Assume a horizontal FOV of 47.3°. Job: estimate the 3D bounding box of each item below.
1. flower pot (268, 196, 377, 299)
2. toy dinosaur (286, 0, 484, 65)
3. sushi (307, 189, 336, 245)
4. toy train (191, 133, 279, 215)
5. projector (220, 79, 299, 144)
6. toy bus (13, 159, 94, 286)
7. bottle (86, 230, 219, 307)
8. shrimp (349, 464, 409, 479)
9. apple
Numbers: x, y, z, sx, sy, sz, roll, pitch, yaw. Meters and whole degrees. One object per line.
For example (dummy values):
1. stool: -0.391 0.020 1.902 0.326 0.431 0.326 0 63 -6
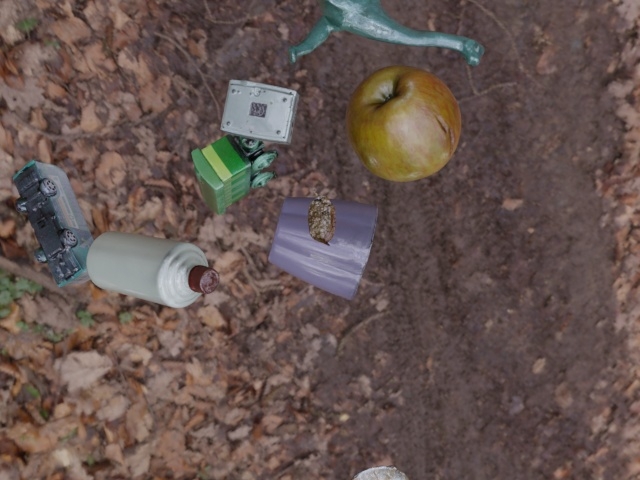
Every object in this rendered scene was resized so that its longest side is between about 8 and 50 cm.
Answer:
1. flower pot: 0.000 0.000 1.884 0.243 0.265 0.265 17 113 -6
2. toy dinosaur: 0.076 -0.440 1.231 0.330 0.384 0.129 -9 160 -15
3. sushi: 0.001 -0.049 1.596 0.055 0.052 0.120 10 84 -66
4. toy train: -0.215 -0.180 1.827 0.202 0.120 0.301 -33 173 -11
5. projector: -0.128 -0.272 1.546 0.147 0.061 0.115 11 90 7
6. toy bus: -0.538 -0.035 1.495 0.091 0.262 0.109 -30 166 21
7. bottle: -0.257 0.046 1.150 0.104 0.245 0.104 -13 107 -51
8. shrimp: 0.079 0.721 1.972 0.445 0.110 0.221 5 99 -34
9. apple: 0.180 -0.267 1.631 0.264 0.264 0.264 -17 127 -23
